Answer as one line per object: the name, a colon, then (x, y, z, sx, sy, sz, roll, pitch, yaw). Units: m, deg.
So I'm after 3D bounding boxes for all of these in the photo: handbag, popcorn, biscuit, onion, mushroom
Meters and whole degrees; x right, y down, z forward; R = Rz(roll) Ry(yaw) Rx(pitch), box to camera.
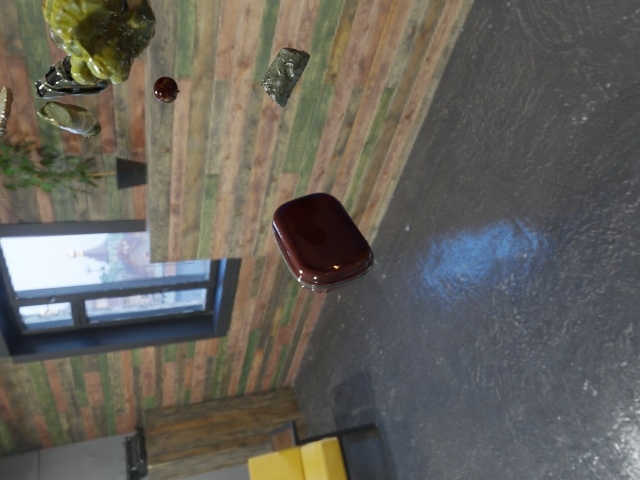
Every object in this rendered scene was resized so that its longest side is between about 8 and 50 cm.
handbag: (-0.790, -0.562, 1.691, 0.315, 0.253, 0.109, -13, 103, 37)
popcorn: (-0.535, -0.524, 1.231, 0.225, 0.276, 0.277, 29, 122, 48)
biscuit: (-0.644, -0.234, 0.991, 0.152, 0.020, 0.152, -18, 64, 41)
onion: (-0.688, -0.669, 2.217, 0.118, 0.118, 0.117, -143, 52, -62)
mushroom: (-0.716, -0.354, 1.447, 0.312, 0.100, 0.081, -145, 75, -77)

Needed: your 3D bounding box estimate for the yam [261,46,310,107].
yam: (-0.114, -0.529, 1.582, 0.183, 0.107, 0.107, -54, 40, 26)

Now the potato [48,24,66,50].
potato: (-0.669, -0.637, 1.422, 0.160, 0.235, 0.178, 44, 180, 17)

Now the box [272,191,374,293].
box: (0.000, 0.000, 1.578, 0.404, 0.263, 0.108, -119, 16, -45)
